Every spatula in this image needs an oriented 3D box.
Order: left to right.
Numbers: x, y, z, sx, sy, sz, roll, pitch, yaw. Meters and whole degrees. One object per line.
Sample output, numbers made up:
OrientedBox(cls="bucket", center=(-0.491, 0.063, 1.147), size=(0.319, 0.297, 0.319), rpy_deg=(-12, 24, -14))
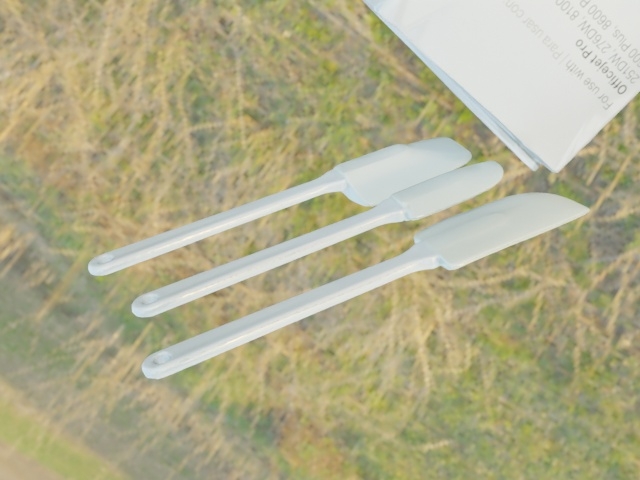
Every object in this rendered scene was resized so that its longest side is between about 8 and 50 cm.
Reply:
OrientedBox(cls="spatula", center=(0.000, 0.000, 0.639), size=(0.168, 0.242, 0.019), rpy_deg=(44, 151, 56))

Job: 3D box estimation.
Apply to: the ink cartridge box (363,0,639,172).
OrientedBox(cls="ink cartridge box", center=(0.166, -0.276, 0.671), size=(0.166, 0.395, 0.285), rpy_deg=(36, -166, -34))
